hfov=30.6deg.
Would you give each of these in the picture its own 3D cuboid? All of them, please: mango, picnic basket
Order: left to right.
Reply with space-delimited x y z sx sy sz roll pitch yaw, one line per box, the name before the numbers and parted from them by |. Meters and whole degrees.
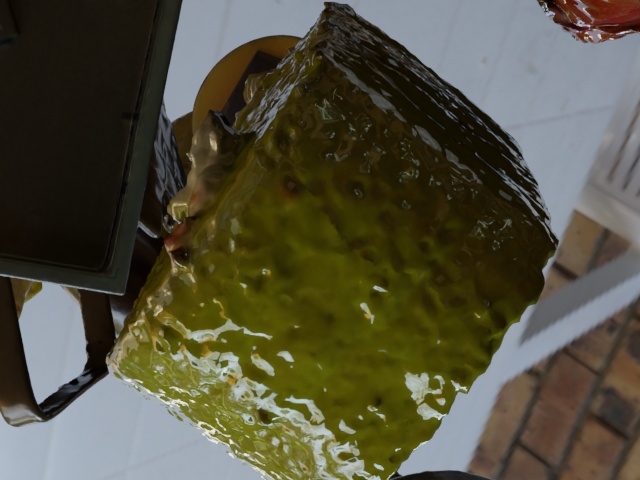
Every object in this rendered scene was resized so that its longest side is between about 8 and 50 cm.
picnic basket | -0.261 -0.012 1.058 0.254 0.291 0.321 -59 140 -82
mango | -0.211 0.036 1.269 0.111 0.267 0.133 -37 -163 32

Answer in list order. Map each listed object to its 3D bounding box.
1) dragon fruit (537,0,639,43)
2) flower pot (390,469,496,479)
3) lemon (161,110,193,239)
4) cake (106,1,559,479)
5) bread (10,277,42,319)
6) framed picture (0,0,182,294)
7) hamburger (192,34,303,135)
dragon fruit | 0.272 -0.325 1.016 0.250 0.250 0.315 -27 117 -36
flower pot | 0.110 0.376 1.156 0.299 0.299 0.283 -61 -175 11
lemon | -0.116 -0.038 1.442 0.258 0.310 0.258 3 84 -35
cake | 0.000 0.000 0.554 0.179 0.156 0.260 -50 -172 16
bread | -0.441 -0.058 1.372 0.361 0.250 0.394 -59 155 -5
framed picture | -0.172 -0.130 0.571 0.211 0.020 0.289 10 95 -21
hamburger | -0.021 -0.080 0.834 0.081 0.141 0.126 43 57 -59
